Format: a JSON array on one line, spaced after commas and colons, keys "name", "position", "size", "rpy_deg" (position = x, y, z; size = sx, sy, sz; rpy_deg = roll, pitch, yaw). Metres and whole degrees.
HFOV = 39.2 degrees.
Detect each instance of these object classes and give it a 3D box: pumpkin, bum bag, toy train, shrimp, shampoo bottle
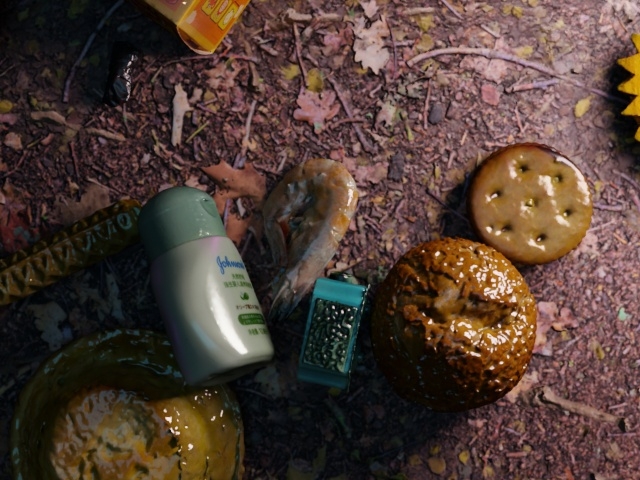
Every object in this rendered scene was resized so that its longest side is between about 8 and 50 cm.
[{"name": "pumpkin", "position": [0.602, -0.252, 1.550], "size": [0.130, 0.149, 0.254], "rpy_deg": [-1, 88, 45]}, {"name": "bum bag", "position": [-0.367, -0.305, 1.650], "size": [0.057, 0.034, 0.124], "rpy_deg": [9, 91, 19]}, {"name": "toy train", "position": [0.023, 0.157, 1.559], "size": [0.112, 0.163, 0.203], "rpy_deg": [9, 91, 6]}, {"name": "shrimp", "position": [-0.047, -0.004, 1.607], "size": [0.164, 0.062, 0.317], "rpy_deg": [24, 89, 26]}, {"name": "shampoo bottle", "position": [-0.208, 0.070, 1.562], "size": [0.151, 0.222, 0.350], "rpy_deg": [-28, 75, 22]}]

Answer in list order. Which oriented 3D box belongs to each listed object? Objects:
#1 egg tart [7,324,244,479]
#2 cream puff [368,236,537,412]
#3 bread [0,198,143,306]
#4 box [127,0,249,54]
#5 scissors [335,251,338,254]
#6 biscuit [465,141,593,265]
[{"name": "egg tart", "position": [-0.350, 0.371, 1.586], "size": [0.443, 0.178, 0.443], "rpy_deg": [0, 90, 3]}, {"name": "cream puff", "position": [0.222, 0.143, 1.518], "size": [0.303, 0.212, 0.303], "rpy_deg": [0, 86, 7]}, {"name": "bread", "position": [-0.479, 0.027, 1.643], "size": [0.367, 0.084, 0.077], "rpy_deg": [-25, 128, 3]}, {"name": "box", "position": [-0.269, -0.491, 1.527], "size": [0.283, 0.259, 0.214], "rpy_deg": [36, 96, 4]}, {"name": "scissors", "position": [0.000, 0.000, 1.636], "size": [0.083, 0.006, 0.036], "rpy_deg": [41, 96, 3]}, {"name": "biscuit", "position": [0.364, -0.065, 1.574], "size": [0.220, 0.066, 0.221], "rpy_deg": [0, 90, 4]}]
